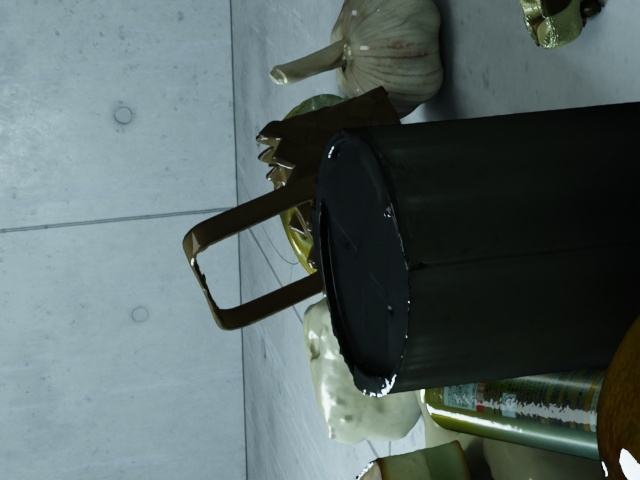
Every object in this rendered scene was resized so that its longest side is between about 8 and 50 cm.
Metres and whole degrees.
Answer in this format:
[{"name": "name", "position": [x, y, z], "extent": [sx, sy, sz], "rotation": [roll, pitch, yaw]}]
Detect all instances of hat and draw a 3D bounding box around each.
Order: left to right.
[{"name": "hat", "position": [0.221, -0.221, 0.976], "extent": [0.077, 0.059, 0.076], "rotation": [-117, 8, -67]}]

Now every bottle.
[{"name": "bottle", "position": [0.215, 0.143, 0.894], "extent": [0.286, 0.082, 0.082], "rotation": [0, 96, 52]}]

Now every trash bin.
[{"name": "trash bin", "position": [0.166, 0.001, 0.784], "extent": [0.252, 0.302, 0.202], "rotation": [-157, 62, -75]}]

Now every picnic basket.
[{"name": "picnic basket", "position": [0.000, 0.000, 1.301], "extent": [0.254, 0.321, 0.291], "rotation": [81, 164, -64]}]

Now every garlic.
[{"name": "garlic", "position": [0.038, -0.245, 1.359], "extent": [0.199, 0.226, 0.199], "rotation": [168, 90, -76]}]

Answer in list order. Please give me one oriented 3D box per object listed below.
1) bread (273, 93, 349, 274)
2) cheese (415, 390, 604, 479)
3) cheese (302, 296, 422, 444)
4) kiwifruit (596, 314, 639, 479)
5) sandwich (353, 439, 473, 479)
[{"name": "bread", "position": [0.011, -0.071, 1.669], "extent": [0.333, 0.160, 0.333], "rotation": [173, 90, -78]}, {"name": "cheese", "position": [0.182, 0.229, 1.160], "extent": [0.351, 0.130, 0.328], "rotation": [-113, 24, -43]}, {"name": "cheese", "position": [0.062, 0.134, 1.544], "extent": [0.247, 0.174, 0.251], "rotation": [97, 166, -46]}, {"name": "kiwifruit", "position": [0.268, 0.125, 0.650], "extent": [0.234, 0.196, 0.196], "rotation": [63, -168, -62]}, {"name": "sandwich", "position": [0.099, 0.329, 1.075], "extent": [0.220, 0.108, 0.186], "rotation": [111, 147, -61]}]
